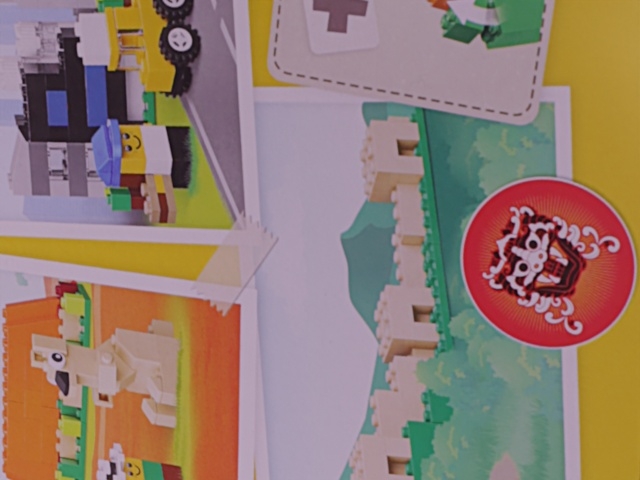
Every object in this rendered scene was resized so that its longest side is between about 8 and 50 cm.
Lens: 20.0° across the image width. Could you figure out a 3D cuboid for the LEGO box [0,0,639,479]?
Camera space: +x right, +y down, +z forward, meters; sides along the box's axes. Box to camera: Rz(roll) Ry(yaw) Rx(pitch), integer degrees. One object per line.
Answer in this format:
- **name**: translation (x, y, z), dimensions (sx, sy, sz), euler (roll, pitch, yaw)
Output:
- **LEGO box**: translation (0.000, 0.000, 0.629), dimensions (0.372, 0.193, 0.500), euler (5, 106, 19)
